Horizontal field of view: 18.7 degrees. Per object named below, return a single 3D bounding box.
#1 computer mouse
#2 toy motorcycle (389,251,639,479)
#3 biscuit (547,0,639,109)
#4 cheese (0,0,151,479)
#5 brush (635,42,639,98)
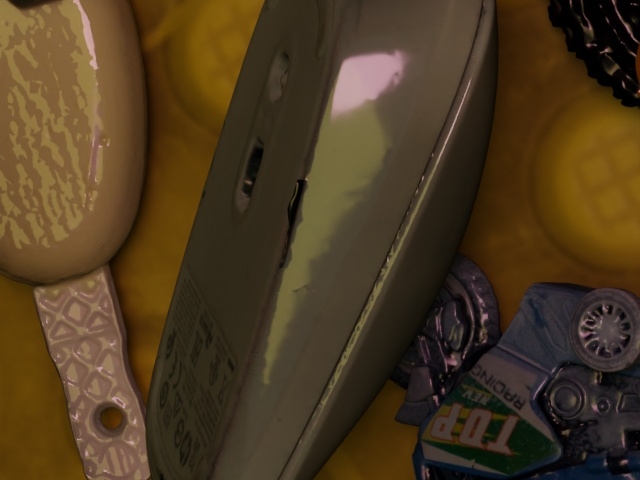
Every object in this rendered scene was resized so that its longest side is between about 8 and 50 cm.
[{"bbox_3d":[0.006,0.001,0.827,0.097,0.159,0.288,11,105,-20],"label":"computer mouse"},{"bbox_3d":[0.121,0.085,0.822,0.254,0.092,0.136,12,95,32],"label":"toy motorcycle"},{"bbox_3d":[0.179,-0.133,0.800,0.194,0.053,0.195,2,97,16],"label":"biscuit"},{"bbox_3d":[-0.124,-0.006,0.907,0.127,0.054,0.252,-13,94,17],"label":"cheese"},{"bbox_3d":[0.252,-0.143,0.746,0.314,0.017,0.090,-34,89,0],"label":"brush"}]
